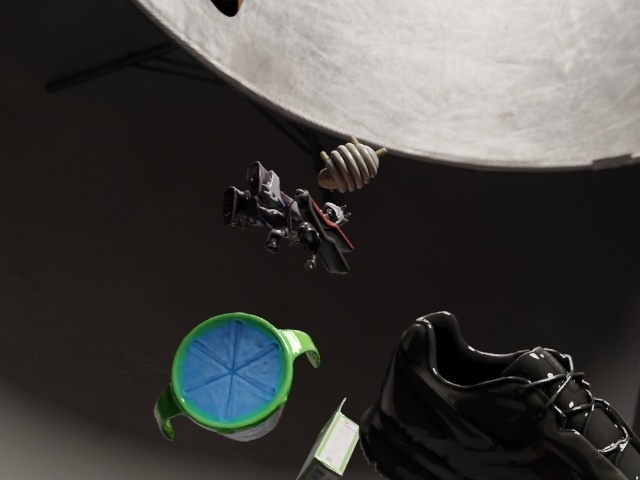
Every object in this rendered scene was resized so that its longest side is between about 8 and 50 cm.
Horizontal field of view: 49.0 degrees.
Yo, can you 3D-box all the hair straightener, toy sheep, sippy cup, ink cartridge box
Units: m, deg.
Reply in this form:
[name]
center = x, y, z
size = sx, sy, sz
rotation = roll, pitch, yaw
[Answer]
[hair straightener]
center = 0.000, 0.000, 1.062
size = 0.047, 0.230, 0.089
rotation = 2, 64, 17
[toy sheep]
center = 0.054, -0.130, 1.218
size = 0.132, 0.091, 0.091
rotation = -30, 88, 0
[sippy cup]
center = -0.163, 0.296, 1.417
size = 0.305, 0.224, 0.240
rotation = 6, 60, 6
[ink cartridge box]
center = 0.019, 0.405, 1.344
size = 0.062, 0.109, 0.209
rotation = 33, 24, 5

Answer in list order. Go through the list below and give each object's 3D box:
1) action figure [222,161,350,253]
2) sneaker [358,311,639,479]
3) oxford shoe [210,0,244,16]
[action figure]
center = -0.062, -0.041, 1.382
size = 0.285, 0.185, 0.099
rotation = 27, 39, -46
[sneaker]
center = 0.155, 0.143, 0.456
size = 0.109, 0.286, 0.130
rotation = -16, 124, -55
[oxford shoe]
center = -0.155, -0.396, 0.938
size = 0.212, 0.076, 0.076
rotation = 57, 21, -44
